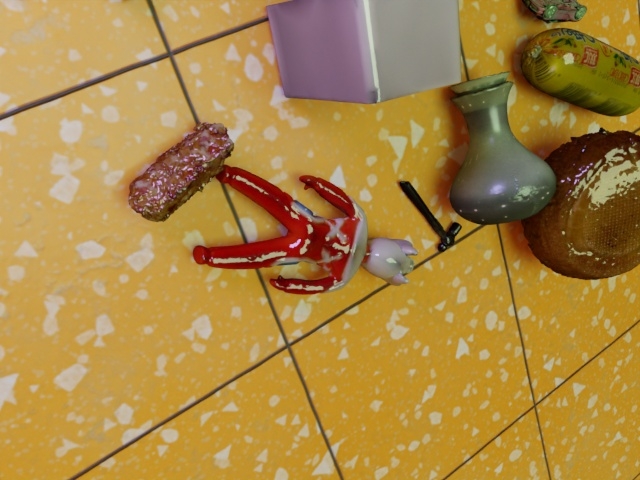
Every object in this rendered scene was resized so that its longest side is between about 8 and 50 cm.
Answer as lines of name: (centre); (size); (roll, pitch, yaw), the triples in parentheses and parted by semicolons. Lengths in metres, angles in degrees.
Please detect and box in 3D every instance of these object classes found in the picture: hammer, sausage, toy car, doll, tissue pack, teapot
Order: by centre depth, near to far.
tissue pack: (0.055, -0.272, 0.814); (0.159, 0.246, 0.135); (-20, 113, -26)
doll: (0.000, 0.000, 0.948); (0.384, 0.099, 0.188); (17, 95, -26)
teapot: (0.304, -0.160, 1.044); (0.184, 0.183, 0.250); (-18, 100, -26)
hammer: (0.196, -0.054, 1.090); (0.065, 0.021, 0.178); (-50, 119, -11)
toy car: (0.430, -0.433, 1.106); (0.142, 0.069, 0.055); (-10, 147, -28)
sausage: (0.513, -0.321, 1.146); (0.347, 0.123, 0.123); (8, 98, -33)

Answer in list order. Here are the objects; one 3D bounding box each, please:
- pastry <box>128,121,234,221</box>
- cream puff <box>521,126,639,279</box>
pastry: (-0.187, -0.091, 0.817); (0.169, 0.087, 0.063); (-42, 153, -15)
cream puff: (0.529, -0.072, 1.168); (0.303, 0.212, 0.303); (-5, 113, -12)
